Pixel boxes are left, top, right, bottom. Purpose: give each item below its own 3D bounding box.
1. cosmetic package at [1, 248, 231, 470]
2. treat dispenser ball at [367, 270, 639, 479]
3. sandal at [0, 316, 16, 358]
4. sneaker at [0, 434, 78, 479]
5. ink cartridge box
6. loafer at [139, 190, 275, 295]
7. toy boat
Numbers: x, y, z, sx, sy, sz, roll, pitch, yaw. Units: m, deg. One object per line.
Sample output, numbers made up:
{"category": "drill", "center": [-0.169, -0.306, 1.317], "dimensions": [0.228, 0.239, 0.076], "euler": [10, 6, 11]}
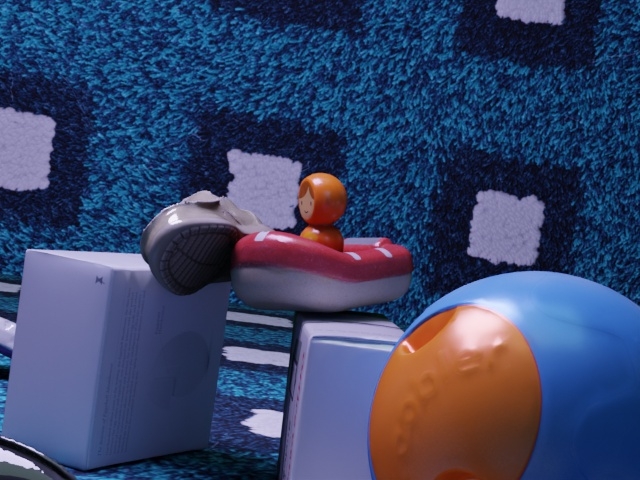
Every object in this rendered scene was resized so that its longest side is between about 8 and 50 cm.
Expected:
{"category": "cosmetic package", "center": [-0.233, 0.131, 1.459], "dimensions": [0.138, 0.224, 0.225], "euler": [10, 2, 29]}
{"category": "treat dispenser ball", "center": [0.184, 0.170, 1.078], "dimensions": [0.288, 0.288, 0.288], "euler": [8, 2, 0]}
{"category": "sandal", "center": [-0.535, 0.138, 1.827], "dimensions": [0.416, 0.102, 0.169], "euler": [22, -9, -7]}
{"category": "sneaker", "center": [-0.332, 0.205, 0.911], "dimensions": [0.331, 0.122, 0.146], "euler": [9, 20, 8]}
{"category": "ink cartridge box", "center": [0.022, 0.183, 1.335], "dimensions": [0.115, 0.198, 0.273], "euler": [7, 2, -4]}
{"category": "loafer", "center": [-0.138, -0.003, 1.407], "dimensions": [0.092, 0.102, 0.268], "euler": [39, 8, 15]}
{"category": "toy boat", "center": [0.000, 0.000, 1.411], "dimensions": [0.151, 0.151, 0.231], "euler": [0, 3, 35]}
